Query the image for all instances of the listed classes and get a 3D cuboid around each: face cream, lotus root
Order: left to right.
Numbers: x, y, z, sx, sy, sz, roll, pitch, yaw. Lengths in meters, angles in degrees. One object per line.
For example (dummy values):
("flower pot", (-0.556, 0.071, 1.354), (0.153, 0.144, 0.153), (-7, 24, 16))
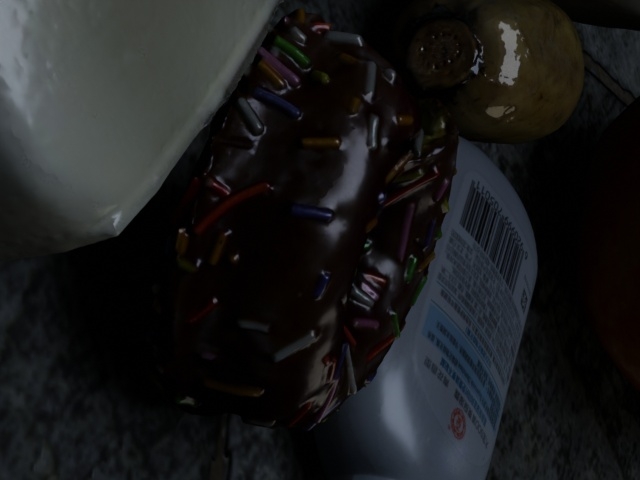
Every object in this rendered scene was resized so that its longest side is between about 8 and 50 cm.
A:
("face cream", (0.058, 0.094, 0.857), (0.163, 0.080, 0.337), (53, 43, -36))
("lotus root", (0.125, -0.128, 0.973), (0.221, 0.118, 0.125), (-13, 85, -60))

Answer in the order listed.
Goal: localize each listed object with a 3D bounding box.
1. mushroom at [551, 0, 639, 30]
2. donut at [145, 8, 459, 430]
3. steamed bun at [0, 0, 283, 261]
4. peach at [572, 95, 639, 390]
("mushroom", (0.172, -0.240, 0.959), (0.138, 0.154, 0.407), (-61, 158, 2))
("donut", (0.000, 0.000, 0.703), (0.230, 0.096, 0.216), (66, 47, -70))
("steamed bun", (-0.123, -0.119, 0.586), (0.164, 0.146, 0.242), (61, 38, -31))
("peach", (0.379, 0.018, 1.142), (0.370, 0.370, 0.370), (18, 68, -53))
